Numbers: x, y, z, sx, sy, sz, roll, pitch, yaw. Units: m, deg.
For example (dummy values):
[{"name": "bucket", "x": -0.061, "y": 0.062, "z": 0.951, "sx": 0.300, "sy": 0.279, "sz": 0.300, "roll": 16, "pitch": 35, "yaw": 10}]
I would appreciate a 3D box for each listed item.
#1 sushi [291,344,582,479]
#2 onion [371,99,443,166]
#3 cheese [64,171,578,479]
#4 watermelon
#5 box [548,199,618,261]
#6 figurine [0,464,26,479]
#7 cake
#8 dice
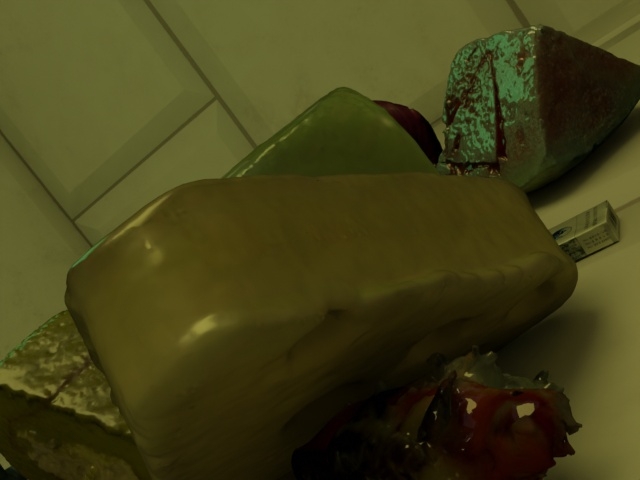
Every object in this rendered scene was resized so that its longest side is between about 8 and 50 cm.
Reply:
[{"name": "sushi", "x": 0.067, "y": 0.119, "z": 0.412, "sx": 0.103, "sy": 0.097, "sz": 0.226, "roll": -42, "pitch": 2, "yaw": -32}, {"name": "onion", "x": 0.055, "y": -0.080, "z": 1.134, "sx": 0.230, "sy": 0.256, "sz": 0.272, "roll": -25, "pitch": -22, "yaw": -39}, {"name": "cheese", "x": 0.025, "y": 0.063, "z": 0.533, "sx": 0.383, "sy": 0.104, "sz": 0.384, "roll": -25, "pitch": -25, "yaw": -13}, {"name": "watermelon", "x": 0.267, "y": -0.182, "z": 0.937, "sx": 0.261, "sy": 0.201, "sz": 0.213, "roll": -35, "pitch": 16, "yaw": -18}, {"name": "box", "x": 0.231, "y": 0.000, "z": 0.680, "sx": 0.083, "sy": 0.024, "sz": 0.054, "roll": -31, "pitch": 12, "yaw": 31}, {"name": "figurine", "x": -0.423, "y": 0.373, "z": 0.952, "sx": 0.193, "sy": 0.140, "sz": 0.265, "roll": -14, "pitch": 41, "yaw": 23}, {"name": "cake", "x": -0.212, "y": 0.192, "z": 0.775, "sx": 0.260, "sy": 0.179, "sz": 0.156, "roll": 16, "pitch": 41, "yaw": 20}, {"name": "dice", "x": 0.000, "y": 0.000, "z": 0.833, "sx": 0.252, "sy": 0.254, "sz": 0.250, "roll": -39, "pitch": 8, "yaw": -8}]
